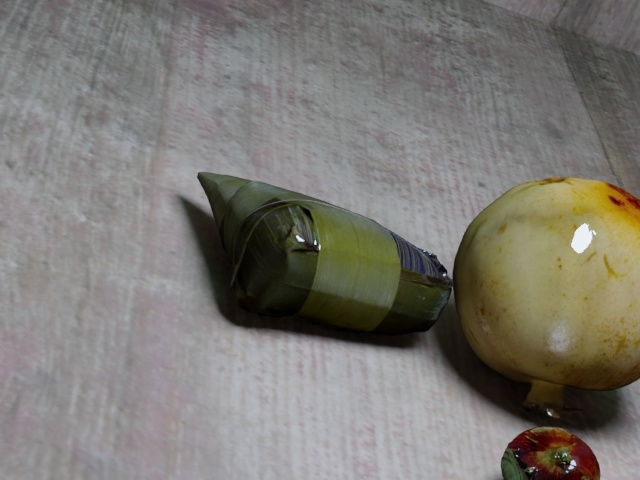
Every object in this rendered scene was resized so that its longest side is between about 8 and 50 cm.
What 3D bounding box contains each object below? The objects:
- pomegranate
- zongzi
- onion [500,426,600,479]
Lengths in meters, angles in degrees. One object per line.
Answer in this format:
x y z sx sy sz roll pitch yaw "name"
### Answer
0.324 0.076 2.084 0.319 0.319 0.319 18 29 -10 "pomegranate"
0.000 0.000 2.127 0.289 0.154 0.317 16 22 -30 "zongzi"
0.281 0.277 1.888 0.118 0.118 0.117 -4 61 -41 "onion"
